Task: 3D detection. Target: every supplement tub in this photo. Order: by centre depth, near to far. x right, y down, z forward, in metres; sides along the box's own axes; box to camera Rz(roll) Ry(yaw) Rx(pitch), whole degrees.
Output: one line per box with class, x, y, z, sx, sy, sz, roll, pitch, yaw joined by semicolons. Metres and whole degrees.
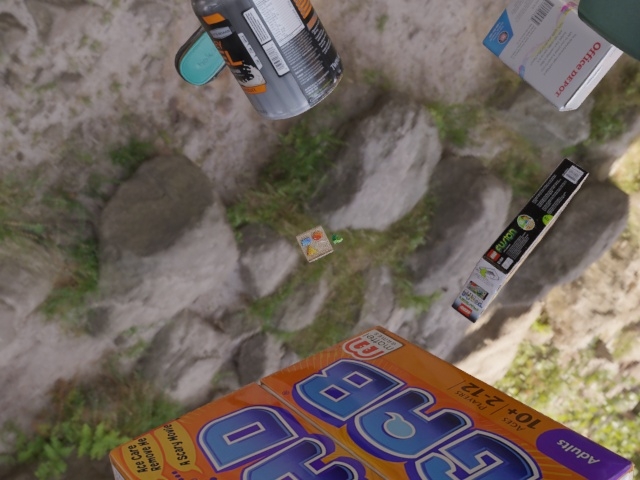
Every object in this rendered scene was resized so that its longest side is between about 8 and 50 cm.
supplement tub;-0.064;-0.239;0.867;0.117;0.117;0.190;-44;122;-19

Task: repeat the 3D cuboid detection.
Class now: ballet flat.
ballet flat;-0.122;-0.357;1.228;0.280;0.095;0.096;-36;-152;15

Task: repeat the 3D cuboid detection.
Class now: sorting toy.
sorting toy;0.000;0.000;1.575;0.083;0.062;0.012;-25;167;-10

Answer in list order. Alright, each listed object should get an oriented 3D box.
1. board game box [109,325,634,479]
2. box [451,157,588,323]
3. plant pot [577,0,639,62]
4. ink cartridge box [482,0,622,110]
board game box;0.051;0.361;0.802;0.356;0.356;0.357;-20;116;-31
box;0.242;-0.001;0.953;0.207;0.036;0.114;-44;164;-32
plant pot;0.275;-0.143;0.420;0.165;0.234;0.166;-2;115;-37
ink cartridge box;0.252;-0.212;0.850;0.052;0.122;0.089;-12;144;-50
